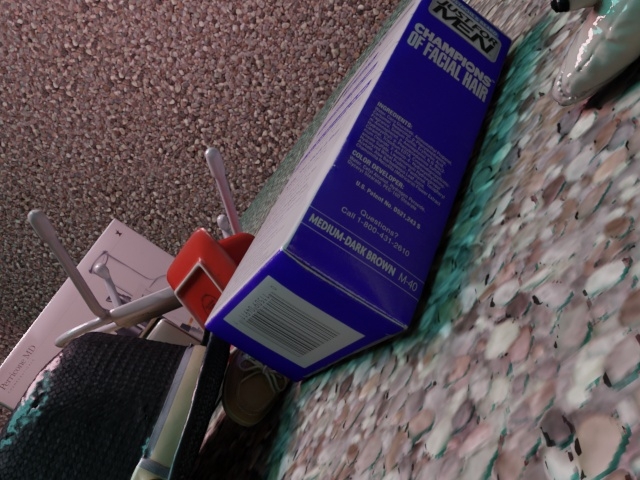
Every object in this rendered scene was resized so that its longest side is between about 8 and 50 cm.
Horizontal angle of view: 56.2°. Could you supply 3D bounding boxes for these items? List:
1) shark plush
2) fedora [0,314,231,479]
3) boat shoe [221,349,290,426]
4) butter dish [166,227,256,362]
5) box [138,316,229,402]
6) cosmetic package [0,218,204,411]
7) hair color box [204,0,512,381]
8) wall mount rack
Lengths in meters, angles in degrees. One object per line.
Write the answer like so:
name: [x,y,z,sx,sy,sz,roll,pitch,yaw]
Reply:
shark plush: [0.188,-0.152,0.340,0.161,0.073,0.067,-60,-19,0]
fedora: [-0.206,0.208,0.548,0.334,0.152,0.334,-158,90,-82]
boat shoe: [-0.043,0.103,0.566,0.048,0.056,0.153,-51,4,45]
butter dish: [-0.085,0.055,0.712,0.118,0.160,0.160,-35,-5,-38]
box: [-0.232,0.202,0.891,0.148,0.121,0.311,-58,11,-17]
cosmetic package: [-0.376,0.191,1.118,0.377,0.284,0.097,-62,13,-28]
hair color box: [0.042,-0.058,0.538,0.185,0.110,0.339,-42,19,55]
wall mount rack: [-0.210,0.018,0.795,0.350,0.130,0.304,-23,-8,-12]
